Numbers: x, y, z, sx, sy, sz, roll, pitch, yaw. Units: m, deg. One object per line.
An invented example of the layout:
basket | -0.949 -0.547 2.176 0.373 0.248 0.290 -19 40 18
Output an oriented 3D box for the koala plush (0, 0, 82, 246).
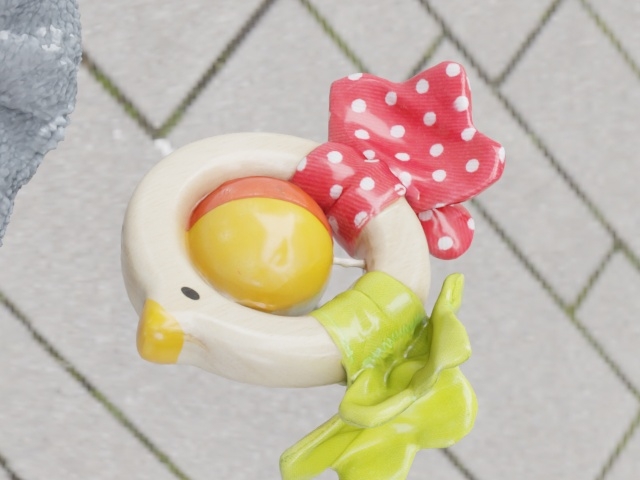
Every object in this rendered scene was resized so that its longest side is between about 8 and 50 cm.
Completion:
koala plush | -0.229 -0.100 0.862 0.196 0.221 0.203 34 92 -40

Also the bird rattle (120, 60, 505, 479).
bird rattle | 0.000 0.000 0.991 0.207 0.143 0.253 8 55 -12
